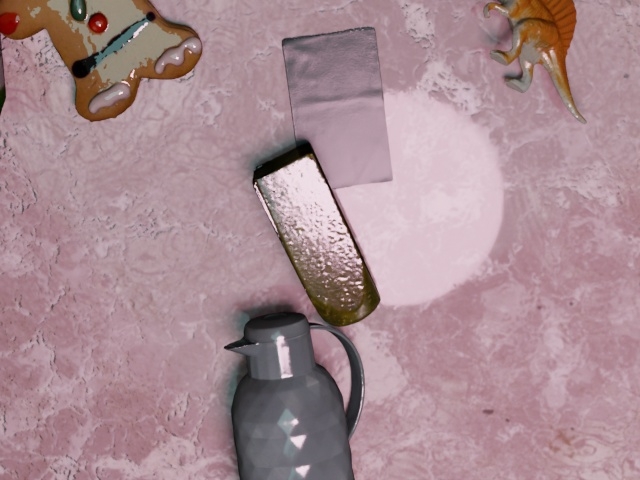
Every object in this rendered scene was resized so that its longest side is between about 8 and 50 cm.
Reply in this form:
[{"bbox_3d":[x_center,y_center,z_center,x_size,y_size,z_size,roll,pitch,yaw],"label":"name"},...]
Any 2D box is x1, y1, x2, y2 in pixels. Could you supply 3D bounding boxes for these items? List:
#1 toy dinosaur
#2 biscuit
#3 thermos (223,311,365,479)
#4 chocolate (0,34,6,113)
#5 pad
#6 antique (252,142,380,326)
[{"bbox_3d":[0.263,-0.251,1.471,0.212,0.057,0.142,37,79,-20],"label":"toy dinosaur"},{"bbox_3d":[-0.290,-0.290,1.445,0.197,0.049,0.301,-34,99,3],"label":"biscuit"},{"bbox_3d":[-0.023,0.228,1.514,0.182,0.145,0.287,-12,102,-30],"label":"thermos"},{"bbox_3d":[-0.530,-0.290,1.362,0.341,0.161,0.360,-2,105,4],"label":"chocolate"},{"bbox_3d":[0.021,-0.158,1.500,0.116,0.004,0.193,-7,101,0],"label":"pad"},{"bbox_3d":[0.000,0.000,1.490,0.081,0.080,0.221,-25,104,6],"label":"antique"}]
